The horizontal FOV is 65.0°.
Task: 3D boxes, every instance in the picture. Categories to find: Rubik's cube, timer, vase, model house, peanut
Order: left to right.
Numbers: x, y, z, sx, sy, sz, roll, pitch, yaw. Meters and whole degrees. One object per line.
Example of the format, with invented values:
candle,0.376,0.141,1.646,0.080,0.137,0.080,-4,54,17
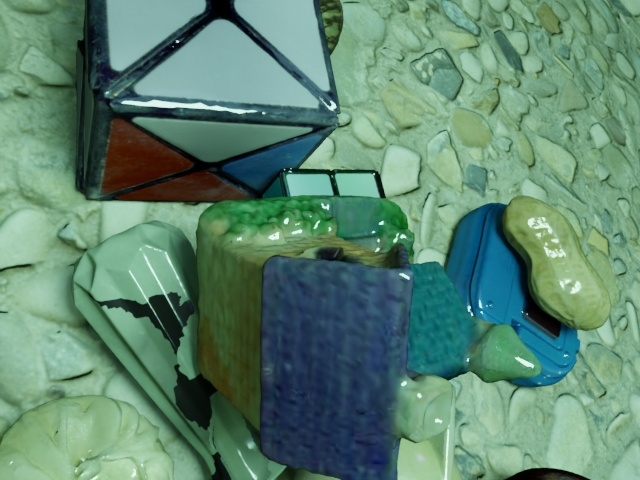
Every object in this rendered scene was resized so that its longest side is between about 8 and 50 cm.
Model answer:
vase,-0.176,0.157,0.660,0.165,0.165,0.359,-30,91,-34
Rubik's cube,-0.184,-0.242,0.723,0.307,0.305,0.309,-1,74,-26
Rubik's cube,0.000,0.000,0.800,0.180,0.167,0.183,-1,70,-28
model house,0.056,0.087,0.542,0.313,0.280,0.244,-3,104,-35
timer,0.397,0.100,1.008,0.309,0.115,0.339,34,58,-16
peanut,0.418,0.042,0.913,0.125,0.111,0.274,-23,78,-19

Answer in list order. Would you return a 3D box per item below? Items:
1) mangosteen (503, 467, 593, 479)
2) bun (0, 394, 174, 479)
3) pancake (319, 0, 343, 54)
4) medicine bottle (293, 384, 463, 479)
mangosteen,0.354,0.497,0.734,0.297,0.293,0.297,28,22,-12
bun,-0.261,0.292,0.530,0.260,0.160,0.259,20,50,-26
pancake,-0.105,-0.385,0.864,0.289,0.286,0.033,-2,71,16
medicine bottle,0.067,0.387,0.640,0.236,0.236,0.405,22,62,-19
